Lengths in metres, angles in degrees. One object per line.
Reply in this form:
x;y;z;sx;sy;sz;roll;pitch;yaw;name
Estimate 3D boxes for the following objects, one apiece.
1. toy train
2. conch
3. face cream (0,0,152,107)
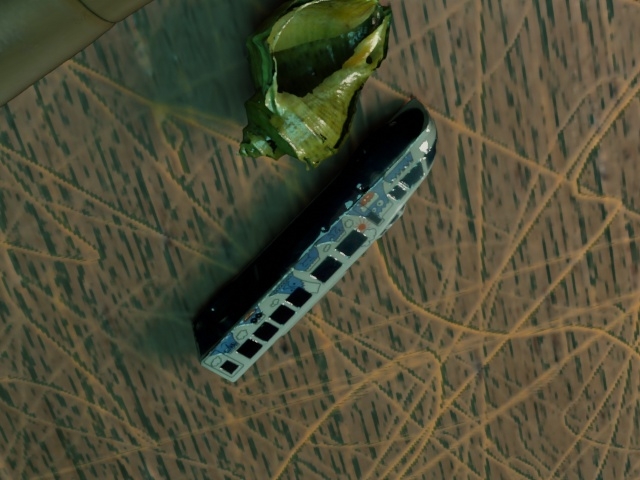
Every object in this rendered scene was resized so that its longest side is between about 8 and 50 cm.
0.000;0.000;0.805;0.047;0.043;0.207;33;111;-29;toy train
-0.006;-0.091;0.726;0.121;0.074;0.089;-47;156;-5;conch
-0.221;-0.093;0.689;0.341;0.084;0.137;-27;124;15;face cream
